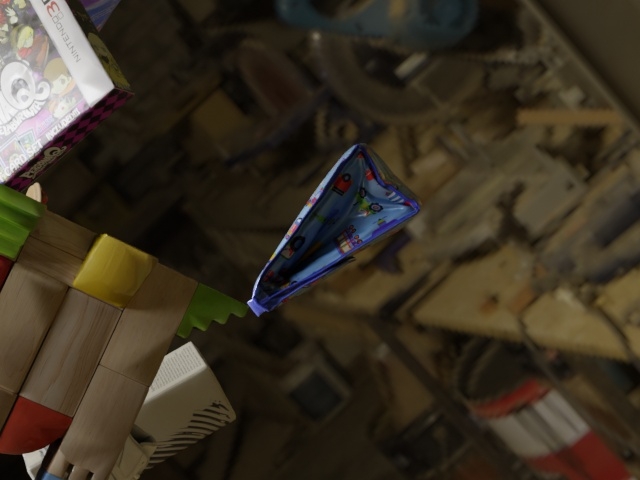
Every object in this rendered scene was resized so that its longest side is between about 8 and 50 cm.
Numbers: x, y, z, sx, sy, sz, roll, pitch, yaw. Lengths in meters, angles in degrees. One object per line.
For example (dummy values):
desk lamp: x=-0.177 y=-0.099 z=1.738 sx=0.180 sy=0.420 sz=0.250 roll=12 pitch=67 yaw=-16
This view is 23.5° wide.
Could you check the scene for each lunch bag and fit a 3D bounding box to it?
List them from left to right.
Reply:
lunch bag: x=0.000 y=0.000 z=2.270 sx=0.293 sy=0.138 sz=0.221 roll=-43 pitch=0 yaw=6

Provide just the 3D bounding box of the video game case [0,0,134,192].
video game case: x=-0.320 y=-0.156 z=1.529 sx=0.232 sy=0.210 sz=0.042 roll=-37 pitch=-23 yaw=17

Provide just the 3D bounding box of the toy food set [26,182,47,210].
toy food set: x=-0.372 y=-0.034 z=1.999 sx=0.083 sy=0.020 sz=0.083 roll=178 pitch=100 yaw=-66

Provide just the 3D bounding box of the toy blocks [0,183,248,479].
toy blocks: x=-0.289 y=0.090 z=1.252 sx=0.261 sy=0.381 sz=0.191 roll=-65 pitch=16 yaw=-7

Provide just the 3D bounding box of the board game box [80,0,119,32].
board game box: x=-0.389 y=-0.227 z=1.947 sx=0.233 sy=0.078 sz=0.347 roll=-52 pitch=1 yaw=24

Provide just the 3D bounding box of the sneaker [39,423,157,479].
sneaker: x=-0.204 y=0.220 z=1.418 sx=0.115 sy=0.232 sz=0.090 roll=-10 pitch=34 yaw=-30

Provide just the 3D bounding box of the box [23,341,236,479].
box: x=-0.261 y=0.255 z=2.078 sx=0.275 sy=0.094 sz=0.113 roll=-29 pitch=22 yaw=-6
